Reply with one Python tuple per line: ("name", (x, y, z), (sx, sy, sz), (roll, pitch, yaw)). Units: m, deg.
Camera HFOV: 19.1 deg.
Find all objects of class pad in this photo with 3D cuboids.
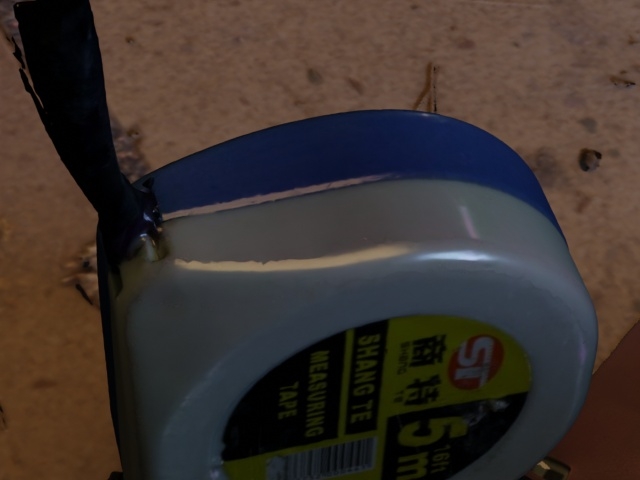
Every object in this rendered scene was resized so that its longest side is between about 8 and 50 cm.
("pad", (0.188, 0.074, 0.896), (0.113, 0.006, 0.188), (25, 50, 25))

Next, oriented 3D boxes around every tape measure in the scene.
("tape measure", (0.000, 0.000, 0.726), (0.215, 0.351, 0.098), (-11, 52, -10))
